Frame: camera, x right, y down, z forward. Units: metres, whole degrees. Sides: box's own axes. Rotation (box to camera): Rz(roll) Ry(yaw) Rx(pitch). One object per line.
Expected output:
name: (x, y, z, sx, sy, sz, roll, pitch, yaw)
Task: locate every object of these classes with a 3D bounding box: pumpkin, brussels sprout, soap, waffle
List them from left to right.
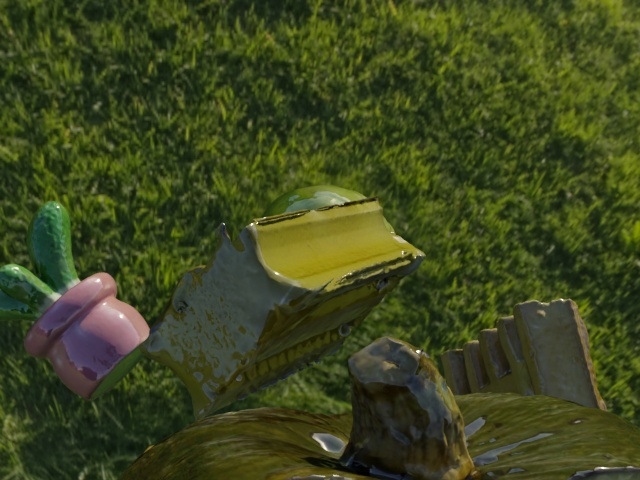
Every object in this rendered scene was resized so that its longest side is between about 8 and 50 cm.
soap: (-0.019, 0.041, 0.677, 0.076, 0.135, 0.233, 48, 22, 15)
brussels sprout: (-0.004, -0.003, 0.988, 0.149, 0.151, 0.122, -40, 95, -21)
pumpkin: (0.045, 0.153, 0.425, 0.317, 0.139, 0.222, -2, 90, -14)
waffle: (0.244, 0.242, 1.049, 0.077, 0.348, 0.304, -7, 72, -10)

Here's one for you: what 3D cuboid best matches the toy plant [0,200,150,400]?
toy plant: (-0.513, 0.145, 1.739, 0.356, 0.210, 0.317, 44, 93, -1)
